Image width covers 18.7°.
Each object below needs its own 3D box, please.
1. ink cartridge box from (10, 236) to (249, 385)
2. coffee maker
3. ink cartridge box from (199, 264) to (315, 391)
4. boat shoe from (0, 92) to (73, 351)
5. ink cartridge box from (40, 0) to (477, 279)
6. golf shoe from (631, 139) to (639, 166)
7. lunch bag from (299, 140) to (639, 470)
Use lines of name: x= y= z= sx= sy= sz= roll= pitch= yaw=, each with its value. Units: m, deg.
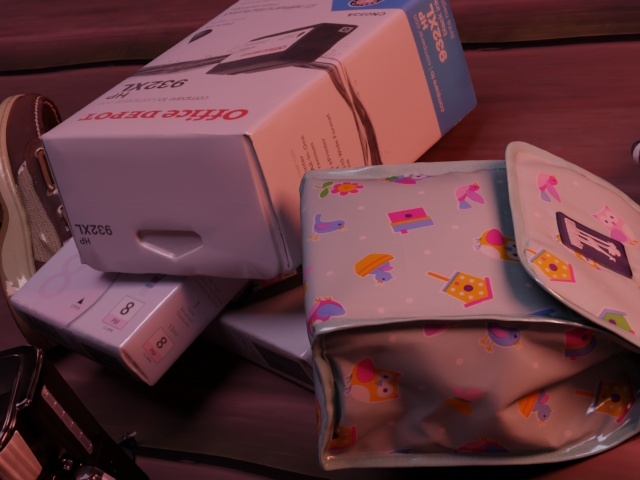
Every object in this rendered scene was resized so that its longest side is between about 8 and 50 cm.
ink cartridge box: x=-0.130 y=0.007 z=1.654 sx=0.232 sy=0.066 sz=0.189 roll=-51 pitch=35 yaw=-17
coffee maker: x=-0.220 y=0.170 z=1.507 sx=0.120 sy=0.178 sz=0.171 roll=-32 pitch=32 yaw=3
ink cartridge box: x=0.000 y=0.000 z=1.648 sx=0.239 sy=0.060 sz=0.275 roll=-47 pitch=34 yaw=-17
boat shoe: x=-0.241 y=-0.036 z=1.870 sx=0.123 sy=0.123 sz=0.342 roll=-21 pitch=37 yaw=6
ink cartridge box: x=-0.046 y=-0.099 z=1.628 sx=0.223 sy=0.129 sz=0.307 roll=2 pitch=29 yaw=36
golf shoe: x=0.317 y=-0.115 z=1.500 sx=0.186 sy=0.067 sz=0.086 roll=-41 pitch=31 yaw=-10
lunch bag: x=0.120 y=0.043 z=1.382 sx=0.262 sy=0.160 sz=0.223 roll=-5 pitch=32 yaw=2
